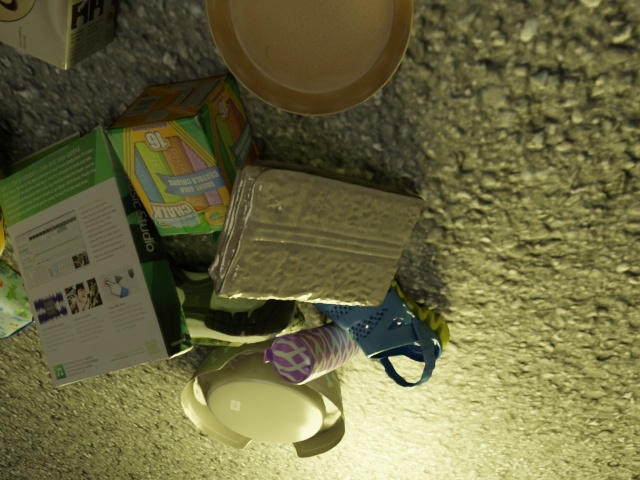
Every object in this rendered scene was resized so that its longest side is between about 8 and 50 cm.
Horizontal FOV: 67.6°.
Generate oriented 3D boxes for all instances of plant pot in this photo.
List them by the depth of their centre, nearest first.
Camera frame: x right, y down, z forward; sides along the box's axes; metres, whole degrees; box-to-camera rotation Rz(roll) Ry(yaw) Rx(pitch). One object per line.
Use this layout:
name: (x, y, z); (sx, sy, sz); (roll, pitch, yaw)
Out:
plant pot: (-0.013, -0.260, 0.550); (0.236, 0.032, 0.236); (5, 130, 6)

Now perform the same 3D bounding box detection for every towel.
towel: (0.000, 0.000, 0.655); (0.282, 0.049, 0.187); (9, 110, -30)

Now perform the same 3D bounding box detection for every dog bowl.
dog bowl: (-0.113, 0.337, 1.027); (0.348, 0.102, 0.349); (5, 130, 6)

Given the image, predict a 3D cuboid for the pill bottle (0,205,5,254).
pill bottle: (-0.603, -0.047, 0.740); (0.187, 0.188, 0.334); (22, 131, -7)

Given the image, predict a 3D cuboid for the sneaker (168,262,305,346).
sneaker: (-0.210, 0.135, 0.859); (0.410, 0.158, 0.182); (1, 153, 21)

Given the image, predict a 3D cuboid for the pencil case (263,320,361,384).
pencil case: (-0.001, 0.182, 0.822); (0.088, 0.206, 0.086); (15, 96, 28)

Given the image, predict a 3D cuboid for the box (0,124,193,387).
box: (-0.329, 0.030, 0.685); (0.232, 0.058, 0.322); (-18, 89, 23)

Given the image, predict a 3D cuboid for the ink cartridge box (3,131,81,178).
ink cartridge box: (-0.390, -0.023, 0.786); (0.188, 0.097, 0.255); (-16, 89, 23)

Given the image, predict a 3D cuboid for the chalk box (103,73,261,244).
chalk box: (-0.162, -0.093, 0.654); (0.132, 0.132, 0.213); (-5, 130, 15)

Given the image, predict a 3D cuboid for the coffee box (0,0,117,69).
coffee box: (-0.290, -0.352, 0.467); (0.168, 0.119, 0.297); (24, 130, -8)

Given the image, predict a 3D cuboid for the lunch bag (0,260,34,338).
lunch bag: (-0.650, 0.129, 0.959); (0.151, 0.096, 0.129); (-31, 119, 20)

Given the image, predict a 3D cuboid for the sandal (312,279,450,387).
sandal: (0.094, 0.136, 0.796); (0.317, 0.138, 0.126); (33, 130, -15)
